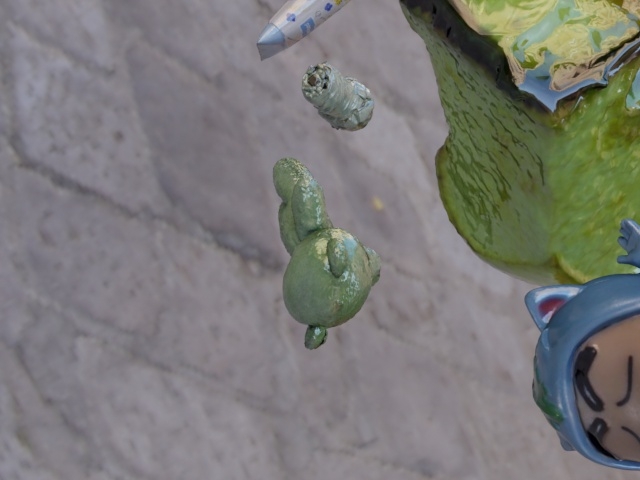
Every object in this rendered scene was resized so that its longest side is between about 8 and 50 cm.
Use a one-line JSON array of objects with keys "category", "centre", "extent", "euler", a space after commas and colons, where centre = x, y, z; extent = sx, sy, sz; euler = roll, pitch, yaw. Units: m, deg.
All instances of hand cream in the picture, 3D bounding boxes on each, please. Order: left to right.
[{"category": "hand cream", "centre": [0.006, -0.227, 1.376], "extent": [0.043, 0.171, 0.065], "euler": [48, -3, 7]}]

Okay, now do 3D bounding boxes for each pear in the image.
[{"category": "pear", "centre": [0.179, -0.099, 0.937], "extent": [0.164, 0.238, 0.255], "euler": [44, -19, 34]}]

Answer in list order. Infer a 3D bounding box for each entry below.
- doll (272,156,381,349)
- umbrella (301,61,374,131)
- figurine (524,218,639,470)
[{"category": "doll", "centre": [0.000, 0.000, 1.116], "extent": [0.077, 0.115, 0.150], "euler": [-5, 43, -17]}, {"category": "umbrella", "centre": [0.021, -0.162, 1.734], "extent": [0.143, 0.062, 0.067], "euler": [18, 56, -64]}, {"category": "figurine", "centre": [0.197, 0.063, 0.757], "extent": [0.144, 0.178, 0.114], "euler": [-112, -172, -56]}]
